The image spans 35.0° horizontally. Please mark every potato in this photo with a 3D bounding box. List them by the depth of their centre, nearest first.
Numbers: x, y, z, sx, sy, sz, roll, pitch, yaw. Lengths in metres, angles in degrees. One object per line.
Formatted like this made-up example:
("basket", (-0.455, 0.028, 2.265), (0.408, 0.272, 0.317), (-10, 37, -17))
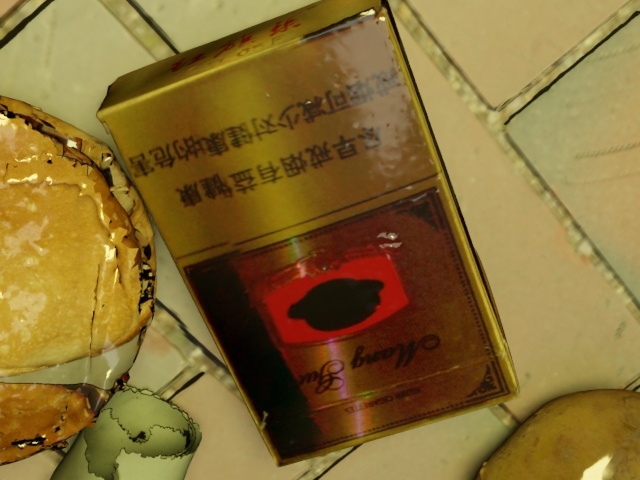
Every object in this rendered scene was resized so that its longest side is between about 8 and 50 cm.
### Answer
("potato", (0.165, 0.176, 0.653), (0.137, 0.137, 0.176), (38, 80, -23))

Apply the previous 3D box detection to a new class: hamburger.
("hamburger", (-0.195, 0.018, 0.519), (0.231, 0.107, 0.231), (-5, 111, -13))

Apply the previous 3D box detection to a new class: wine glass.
("wine glass", (-0.139, 0.186, 0.616), (0.079, 0.079, 0.195), (19, 108, -19))

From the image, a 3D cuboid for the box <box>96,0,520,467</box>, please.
("box", (0.000, 0.000, 0.556), (0.159, 0.071, 0.240), (-19, 116, 7))
